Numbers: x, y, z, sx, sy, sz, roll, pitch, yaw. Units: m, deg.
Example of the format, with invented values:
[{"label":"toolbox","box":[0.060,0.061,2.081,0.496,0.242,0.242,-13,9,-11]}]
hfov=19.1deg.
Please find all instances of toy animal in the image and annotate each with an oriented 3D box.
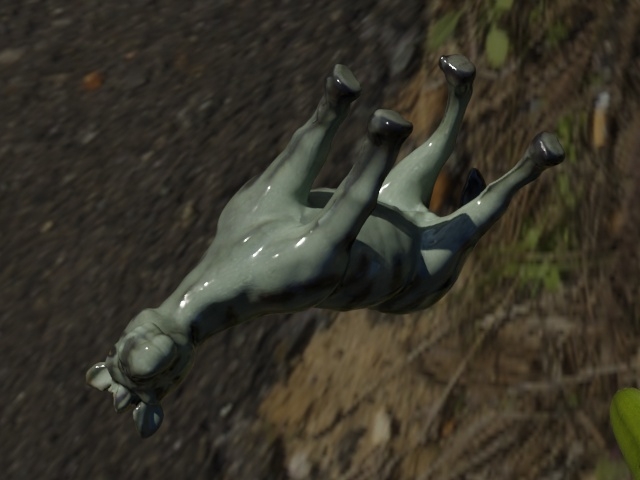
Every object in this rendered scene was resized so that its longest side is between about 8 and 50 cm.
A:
[{"label":"toy animal","box":[0.002,-0.011,0.947,0.090,0.255,0.170,53,142,29]}]

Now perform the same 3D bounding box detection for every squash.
[{"label":"squash","box":[0.309,0.196,1.751,0.066,0.201,0.066,-4,118,-8]}]
